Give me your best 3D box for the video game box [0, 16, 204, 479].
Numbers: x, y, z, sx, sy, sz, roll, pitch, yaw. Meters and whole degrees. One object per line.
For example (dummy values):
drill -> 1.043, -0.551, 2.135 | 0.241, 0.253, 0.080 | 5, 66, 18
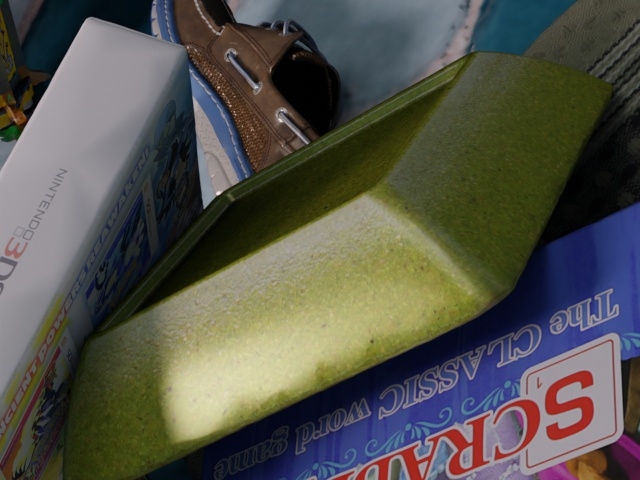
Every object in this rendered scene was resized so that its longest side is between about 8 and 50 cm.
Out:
video game box -> -0.102, 0.051, 0.710 | 0.048, 0.187, 0.205 | 20, 62, 9

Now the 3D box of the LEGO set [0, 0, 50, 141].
LEGO set -> -0.303, -0.061, 1.092 | 0.255, 0.192, 0.331 | -35, 44, -30

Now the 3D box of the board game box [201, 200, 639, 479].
board game box -> 0.089, 0.133, 0.517 | 0.318, 0.066, 0.318 | -27, 42, 32

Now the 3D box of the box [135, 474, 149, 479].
box -> -0.116, 0.148, 0.812 | 0.114, 0.036, 0.207 | -43, 39, 8

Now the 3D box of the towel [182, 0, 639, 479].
towel -> 0.108, 0.052, 0.676 | 0.324, 0.056, 0.312 | -47, 36, 7

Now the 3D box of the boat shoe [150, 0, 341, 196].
boat shoe -> -0.024, -0.066, 0.884 | 0.066, 0.066, 0.183 | -34, 51, 12

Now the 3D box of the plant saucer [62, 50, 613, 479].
plant saucer -> 0.000, 0.000, 0.681 | 0.188, 0.045, 0.188 | -28, 13, 29
